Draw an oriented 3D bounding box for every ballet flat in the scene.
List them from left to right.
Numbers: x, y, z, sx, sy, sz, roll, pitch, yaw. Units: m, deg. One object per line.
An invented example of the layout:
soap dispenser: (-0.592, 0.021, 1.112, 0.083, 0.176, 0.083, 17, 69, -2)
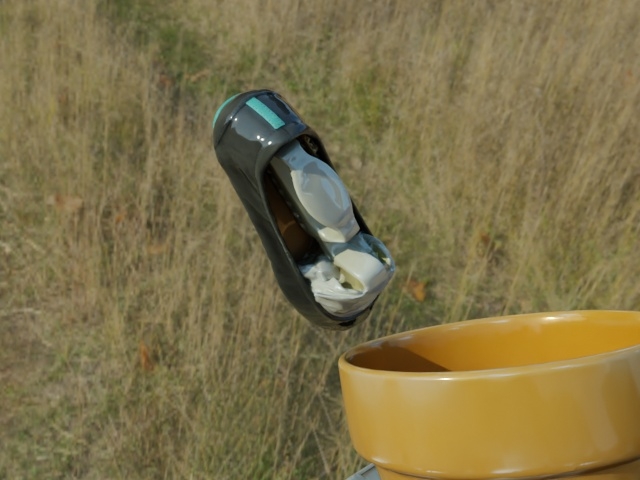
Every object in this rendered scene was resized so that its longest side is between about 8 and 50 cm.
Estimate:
ballet flat: (0.000, 0.000, 0.695, 0.095, 0.280, 0.096, -45, 43, -14)

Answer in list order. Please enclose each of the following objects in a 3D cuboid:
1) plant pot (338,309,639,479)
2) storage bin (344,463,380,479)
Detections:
plant pot: (0.124, 0.152, 0.517, 0.205, 0.188, 0.205, -8, 1, 0)
storage bin: (0.050, 0.435, 1.158, 0.123, 0.260, 0.262, 36, 19, 24)
